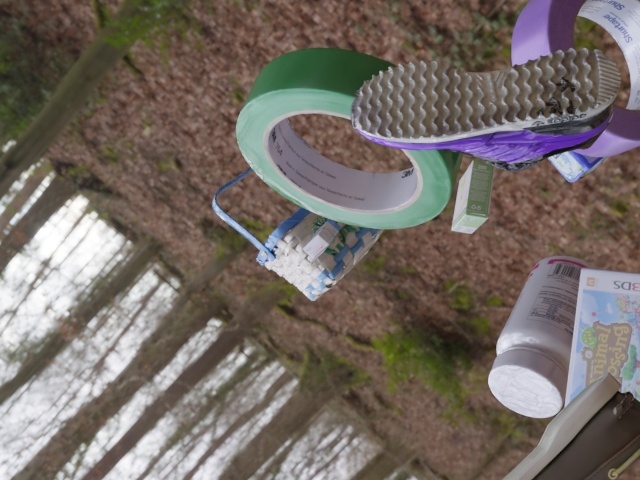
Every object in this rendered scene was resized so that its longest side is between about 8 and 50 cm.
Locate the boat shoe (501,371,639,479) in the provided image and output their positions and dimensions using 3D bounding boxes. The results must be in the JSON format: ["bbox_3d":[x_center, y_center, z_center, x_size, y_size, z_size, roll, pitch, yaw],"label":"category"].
[{"bbox_3d":[0.236,0.280,0.915,0.091,0.305,0.109,42,-177,12],"label":"boat shoe"}]

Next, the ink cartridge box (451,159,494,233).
[{"bbox_3d":[0.339,-0.145,1.848,0.056,0.235,0.171,10,170,1],"label":"ink cartridge box"}]

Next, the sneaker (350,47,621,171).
[{"bbox_3d":[0.185,-0.128,0.980,0.146,0.293,0.102,61,-150,-62],"label":"sneaker"}]

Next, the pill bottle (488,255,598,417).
[{"bbox_3d":[0.419,0.174,1.573,0.160,0.160,0.283,42,-128,-6],"label":"pill bottle"}]

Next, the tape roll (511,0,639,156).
[{"bbox_3d":[0.422,-0.267,1.274,0.275,0.275,0.090,40,156,-12],"label":"tape roll"}]

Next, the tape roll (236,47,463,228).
[{"bbox_3d":[0.041,-0.136,1.226,0.321,0.321,0.077,36,-120,-28],"label":"tape roll"}]

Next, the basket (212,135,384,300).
[{"bbox_3d":[-0.034,-0.053,1.686,0.289,0.201,0.255,41,-121,6],"label":"basket"}]

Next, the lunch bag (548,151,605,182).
[{"bbox_3d":[0.421,-0.170,1.447,0.129,0.096,0.151,51,-160,9],"label":"lunch bag"}]

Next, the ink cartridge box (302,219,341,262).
[{"bbox_3d":[0.000,0.000,1.526,0.028,0.048,0.083,42,-145,-5],"label":"ink cartridge box"}]

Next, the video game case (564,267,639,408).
[{"bbox_3d":[0.422,0.149,1.137,0.023,0.212,0.193,9,178,-41],"label":"video game case"}]
